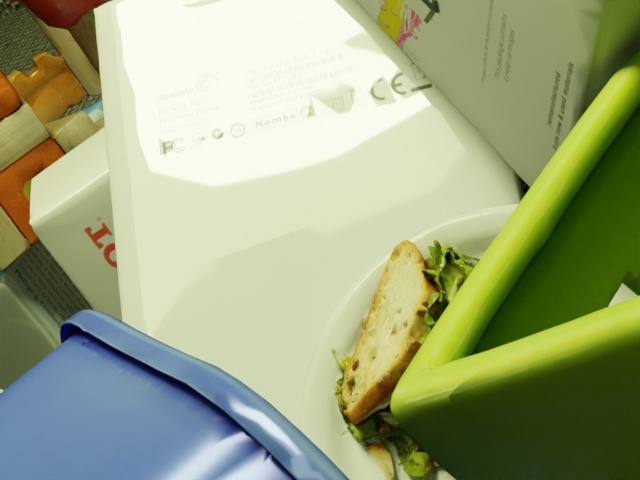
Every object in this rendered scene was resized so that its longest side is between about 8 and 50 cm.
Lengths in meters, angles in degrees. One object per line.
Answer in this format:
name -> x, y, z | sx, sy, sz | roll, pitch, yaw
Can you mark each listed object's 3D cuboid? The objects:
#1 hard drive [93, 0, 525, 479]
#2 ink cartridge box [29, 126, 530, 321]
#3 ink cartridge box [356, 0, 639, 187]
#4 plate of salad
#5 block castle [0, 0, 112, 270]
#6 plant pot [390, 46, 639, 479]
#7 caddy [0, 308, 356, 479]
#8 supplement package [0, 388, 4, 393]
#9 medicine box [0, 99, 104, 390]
hard drive -> 0.000, 0.000, 0.843 | 0.210, 0.040, 0.319 | -13, 66, 11
ink cartridge box -> -0.003, -0.021, 0.995 | 0.283, 0.207, 0.117 | -35, 17, 1
ink cartridge box -> 0.109, -0.170, 0.768 | 0.171, 0.168, 0.233 | -32, 63, -17
plate of salad -> 0.084, 0.072, 0.739 | 0.199, 0.048, 0.200 | -6, 67, 14
block castle -> -0.333, -0.077, 1.192 | 0.453, 0.213, 0.303 | -37, 21, -8
plant pot -> 0.199, 0.030, 0.546 | 0.228, 0.207, 0.227 | -25, 20, 49
caddy -> -0.030, 0.152, 0.603 | 0.179, 0.241, 0.341 | -38, 21, -16
supplement package -> -0.223, 0.194, 0.944 | 0.194, 0.149, 0.203 | -44, 23, -23
medicine box -> -0.260, 0.060, 1.297 | 0.263, 0.149, 0.289 | -26, 23, 21
